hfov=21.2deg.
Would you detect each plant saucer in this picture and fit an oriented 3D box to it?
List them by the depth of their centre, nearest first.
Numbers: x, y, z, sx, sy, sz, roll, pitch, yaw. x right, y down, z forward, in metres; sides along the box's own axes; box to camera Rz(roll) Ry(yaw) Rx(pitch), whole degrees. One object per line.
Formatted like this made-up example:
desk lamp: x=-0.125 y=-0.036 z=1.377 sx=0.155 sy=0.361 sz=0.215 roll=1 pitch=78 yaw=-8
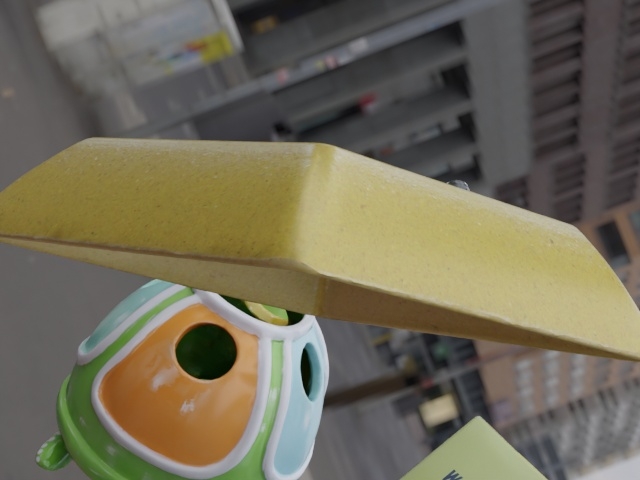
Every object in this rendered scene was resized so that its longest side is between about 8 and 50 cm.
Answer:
plant saucer: x=0.000 y=0.000 z=1.094 sx=0.333 sy=0.333 sz=0.081 roll=17 pitch=82 yaw=-42

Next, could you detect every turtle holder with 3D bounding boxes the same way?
turtle holder: x=-0.088 y=0.138 z=1.600 sx=0.243 sy=0.227 sz=0.320 roll=41 pitch=23 yaw=33

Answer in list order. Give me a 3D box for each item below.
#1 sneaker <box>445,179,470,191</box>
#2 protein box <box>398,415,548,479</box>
sneaker: x=0.101 y=-0.005 z=1.297 sx=0.035 sy=0.031 sz=0.083 roll=-117 pitch=-150 yaw=-58
protein box: x=0.112 y=0.284 z=1.287 sx=0.200 sy=0.201 sz=0.136 roll=43 pitch=-23 yaw=26
